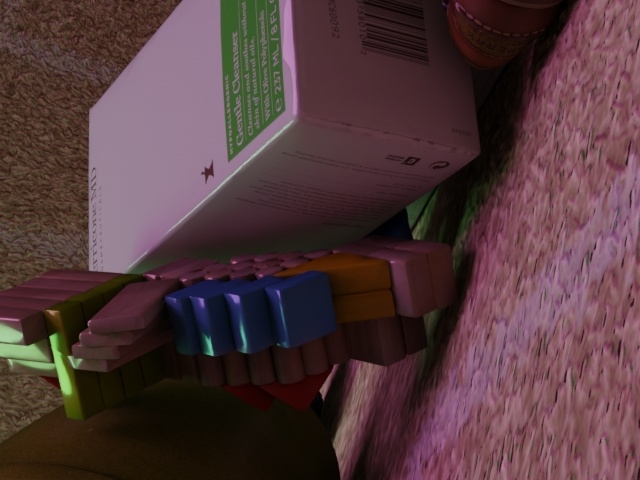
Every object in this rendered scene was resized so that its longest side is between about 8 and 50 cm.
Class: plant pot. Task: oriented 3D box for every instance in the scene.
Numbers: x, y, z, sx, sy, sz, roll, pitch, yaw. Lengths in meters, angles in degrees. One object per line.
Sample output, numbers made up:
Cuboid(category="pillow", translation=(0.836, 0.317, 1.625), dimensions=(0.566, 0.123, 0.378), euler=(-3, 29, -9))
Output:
Cuboid(category="plant pot", translation=(-0.142, 0.263, 1.160), dimensions=(0.353, 0.366, 0.366), euler=(-58, -11, -61))

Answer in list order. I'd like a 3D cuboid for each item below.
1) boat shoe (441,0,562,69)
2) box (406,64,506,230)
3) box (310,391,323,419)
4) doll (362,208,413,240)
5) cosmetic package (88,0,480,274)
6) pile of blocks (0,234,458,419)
Cuboid(category="boat shoe", translation=(0.126, -0.254, 1.045), dimensions=(0.104, 0.111, 0.307), euler=(114, 172, -52))
Cuboid(category="box", translation=(0.090, -0.106, 1.243), dimensions=(0.324, 0.067, 0.063), euler=(113, 172, -61))
Cuboid(category="box", translation=(-0.060, 0.156, 1.541), dimensions=(0.190, 0.045, 0.184), euler=(-80, -33, -60))
Cuboid(category="doll", translation=(0.044, -0.039, 1.182), dimensions=(0.129, 0.046, 0.189), euler=(129, 136, -57))
Cuboid(category="cosmetic package", translation=(-0.045, -0.085, 1.148), dimensions=(0.365, 0.155, 0.197), euler=(-37, 50, 51))
Cuboid(category="pile of blocks", translation=(-0.080, 0.080, 1.056), dimensions=(0.149, 0.362, 0.112), euler=(-48, -51, -68))
